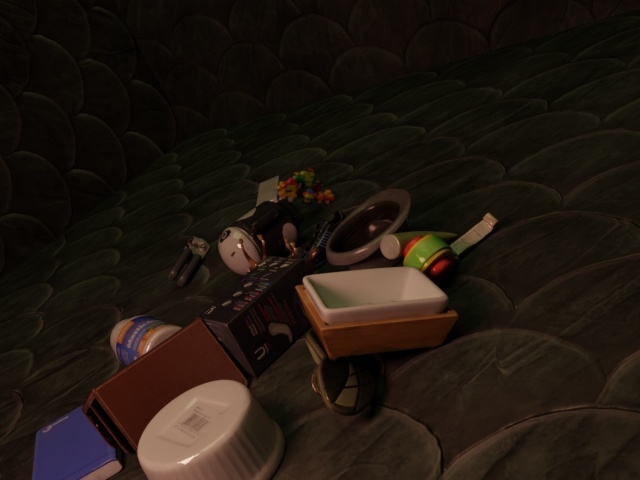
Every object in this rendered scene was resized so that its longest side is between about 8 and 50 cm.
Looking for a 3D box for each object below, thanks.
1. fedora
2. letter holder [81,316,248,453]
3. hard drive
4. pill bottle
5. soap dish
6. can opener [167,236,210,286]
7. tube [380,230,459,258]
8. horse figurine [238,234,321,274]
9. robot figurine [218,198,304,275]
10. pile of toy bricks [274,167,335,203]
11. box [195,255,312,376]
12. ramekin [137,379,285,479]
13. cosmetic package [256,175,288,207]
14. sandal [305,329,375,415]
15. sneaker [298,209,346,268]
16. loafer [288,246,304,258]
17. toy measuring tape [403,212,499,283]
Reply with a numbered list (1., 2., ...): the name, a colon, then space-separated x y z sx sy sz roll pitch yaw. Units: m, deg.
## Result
1. fedora: 0.148 -0.002 1.961 0.275 0.124 0.244 -47 27 -23
2. letter holder: -0.344 0.358 1.692 0.302 0.214 0.152 -35 -8 -37
3. hard drive: -0.578 0.494 1.762 0.210 0.040 0.319 -29 23 -8
4. pill bottle: -0.448 0.278 1.952 0.152 0.152 0.272 -39 27 -29
5. soap dish: 0.111 0.149 1.572 0.291 0.118 0.229 -4 19 -14
6. can opener: -0.448 0.073 2.534 0.093 0.074 0.280 -55 8 26
7. tube: 0.247 0.003 1.869 0.240 0.062 0.070 -11 47 -48
8. horse figurine: -0.119 0.069 2.087 0.264 0.174 0.066 2 30 26
9. robot figurine: -0.183 -0.014 2.275 0.278 0.209 0.174 -38 38 -28
10. pile of toy bricks: -0.052 -0.191 2.486 0.212 0.105 0.118 2 27 -32
11. box: -0.140 0.178 1.823 0.143 0.165 0.270 3 36 49
12. ramekin: -0.222 0.401 1.464 0.277 0.135 0.277 -22 23 10
13. cosmetic package: -0.159 -0.126 2.578 0.086 0.117 0.231 -22 21 10
14. sandal: 0.032 0.279 1.532 0.120 0.086 0.303 16 15 -13
15. sneaker: 0.000 0.000 2.161 0.081 0.090 0.232 0 34 47
16. loafer: -0.081 0.062 2.187 0.039 0.045 0.125 -34 10 27
17. toy measuring tape: 0.303 0.010 1.770 0.330 0.121 0.121 -34 24 -18
